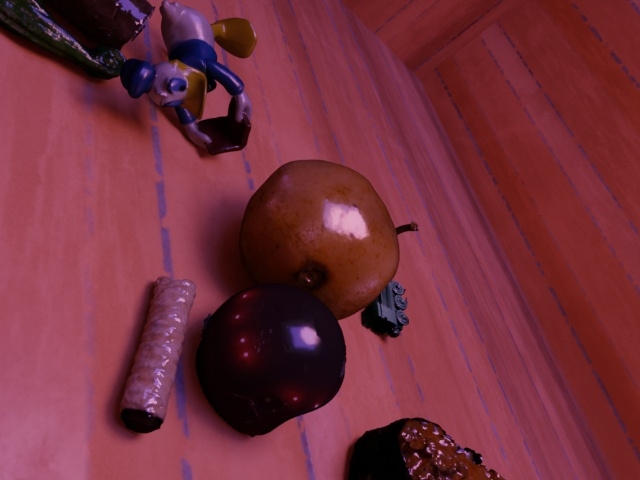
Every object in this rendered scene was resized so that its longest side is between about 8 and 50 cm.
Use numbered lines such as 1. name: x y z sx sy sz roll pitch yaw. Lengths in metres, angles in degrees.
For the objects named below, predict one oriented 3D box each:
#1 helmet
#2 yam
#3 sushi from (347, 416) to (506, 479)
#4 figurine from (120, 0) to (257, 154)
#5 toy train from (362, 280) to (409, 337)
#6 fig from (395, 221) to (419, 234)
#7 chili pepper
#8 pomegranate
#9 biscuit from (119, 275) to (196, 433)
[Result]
1. helmet: -0.069 0.158 0.704 0.216 0.193 0.189 10 35 3
2. yam: -0.421 -0.439 0.814 0.280 0.131 0.131 38 33 -26
3. sushi: 0.212 0.437 0.819 0.348 0.207 0.234 49 33 -3
4. figurine: -0.243 -0.278 0.890 0.283 0.205 0.338 69 23 -16
5. toy train: 0.149 0.146 1.159 0.111 0.071 0.170 31 37 -27
6. fig: 0.118 0.013 1.060 0.149 0.245 0.149 29 42 -30
7. chili pepper: -0.427 -0.336 0.760 0.257 0.074 0.100 37 31 -40
8. pomegranate: -0.004 0.000 0.859 0.307 0.307 0.307 38 34 -31
9. biscuit: -0.207 0.134 0.632 0.061 0.055 0.219 14 43 -11
